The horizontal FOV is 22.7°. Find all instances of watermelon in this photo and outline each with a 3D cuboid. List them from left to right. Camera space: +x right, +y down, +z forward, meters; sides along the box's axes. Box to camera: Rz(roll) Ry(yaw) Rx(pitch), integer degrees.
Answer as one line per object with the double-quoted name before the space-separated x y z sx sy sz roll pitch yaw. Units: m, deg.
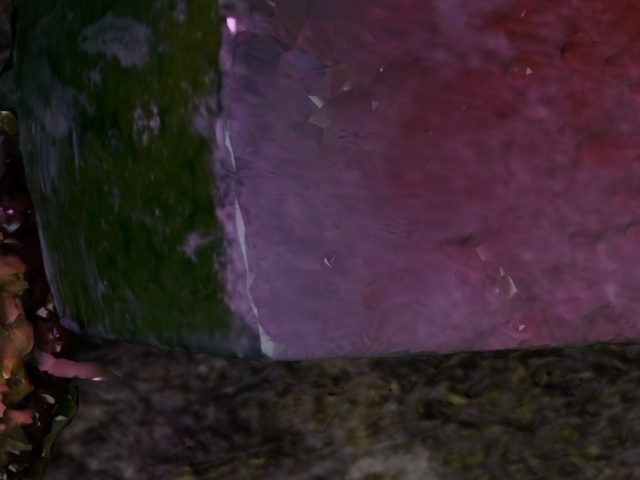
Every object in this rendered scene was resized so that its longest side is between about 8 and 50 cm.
"watermelon" 0.035 -0.089 0.528 0.302 0.151 0.264 5 91 -2

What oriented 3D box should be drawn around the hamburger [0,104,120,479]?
"hamburger" -0.207 0.038 0.643 0.262 0.138 0.243 8 114 3
